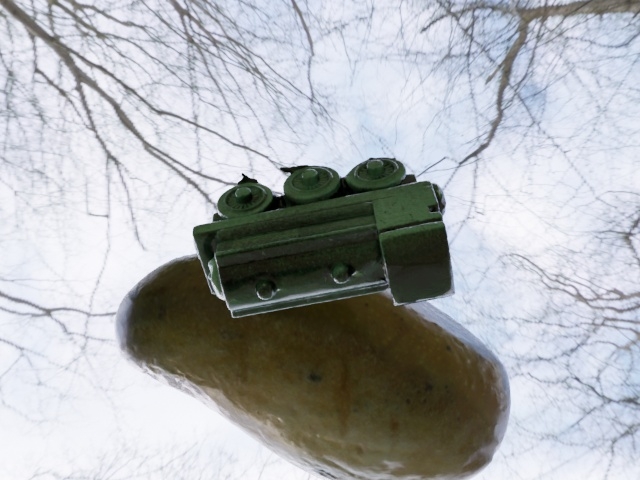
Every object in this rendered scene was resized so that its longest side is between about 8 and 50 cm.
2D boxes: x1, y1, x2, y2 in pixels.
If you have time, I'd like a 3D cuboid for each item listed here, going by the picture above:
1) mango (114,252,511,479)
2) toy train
[{"bbox_3d":[0.001,0.099,0.704,0.329,0.175,0.177,32,-96,-6],"label":"mango"},{"bbox_3d":[0.000,0.000,0.544,0.170,0.111,0.071,-11,-59,4],"label":"toy train"}]
